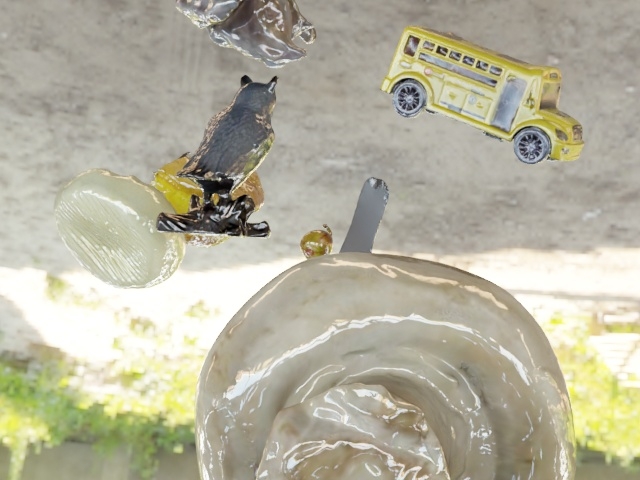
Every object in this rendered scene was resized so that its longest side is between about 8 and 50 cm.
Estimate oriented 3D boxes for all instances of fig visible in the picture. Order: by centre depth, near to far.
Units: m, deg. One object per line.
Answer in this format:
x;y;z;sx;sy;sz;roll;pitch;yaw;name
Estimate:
0.000;0.000;1.742;0.050;0.083;0.050;11;123;18;fig

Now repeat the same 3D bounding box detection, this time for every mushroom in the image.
0.049;0.156;0.833;0.298;0.297;0.290;6;-173;-2;mushroom

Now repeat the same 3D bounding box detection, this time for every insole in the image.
0.051;0.008;1.453;0.004;0.188;0.064;-1;-157;-46;insole

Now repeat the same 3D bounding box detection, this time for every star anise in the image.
-0.116;-0.306;1.357;0.139;0.315;0.359;-35;121;19;star anise

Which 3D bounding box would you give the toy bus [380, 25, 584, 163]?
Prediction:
0.275;-0.235;1.820;0.331;0.151;0.145;24;-163;23;toy bus

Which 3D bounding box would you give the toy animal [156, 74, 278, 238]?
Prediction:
-0.117;-0.105;1.288;0.121;0.210;0.117;1;165;37;toy animal

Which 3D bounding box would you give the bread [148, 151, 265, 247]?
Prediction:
-0.202;-0.068;2.052;0.147;0.160;0.261;45;-163;15;bread

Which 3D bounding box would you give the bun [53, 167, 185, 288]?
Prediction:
-0.291;-0.028;1.686;0.222;0.127;0.222;23;134;25;bun
